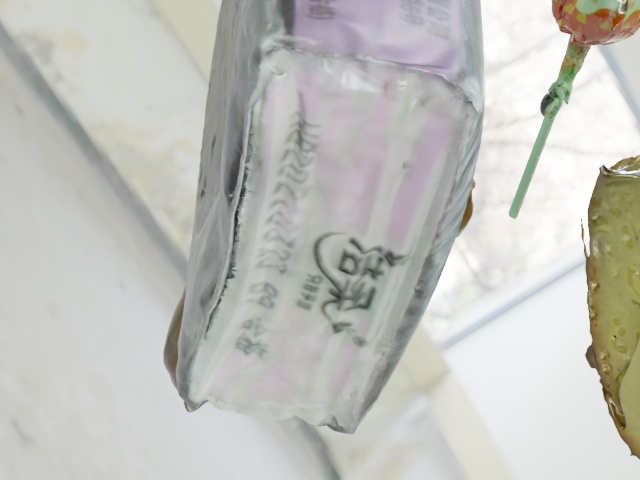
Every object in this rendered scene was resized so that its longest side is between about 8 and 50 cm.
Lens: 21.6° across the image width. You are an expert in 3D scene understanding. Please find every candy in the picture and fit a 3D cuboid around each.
[{"bbox_3d":[0.204,-0.132,1.434,0.084,0.078,0.288,44,-44,28],"label":"candy"}]

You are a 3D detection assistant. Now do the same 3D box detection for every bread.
[{"bbox_3d":[0.316,0.055,1.332,0.162,0.204,0.262,-7,95,-53],"label":"bread"}]

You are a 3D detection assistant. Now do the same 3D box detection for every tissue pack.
[{"bbox_3d":[0.007,-0.119,0.834,0.259,0.122,0.361,104,-7,-50],"label":"tissue pack"}]

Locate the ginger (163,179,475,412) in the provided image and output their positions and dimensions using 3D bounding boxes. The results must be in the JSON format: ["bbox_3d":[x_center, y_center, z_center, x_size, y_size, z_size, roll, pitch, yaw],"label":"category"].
[{"bbox_3d":[0.012,-0.004,1.154,0.309,0.133,0.107,-36,106,-47],"label":"ginger"}]
